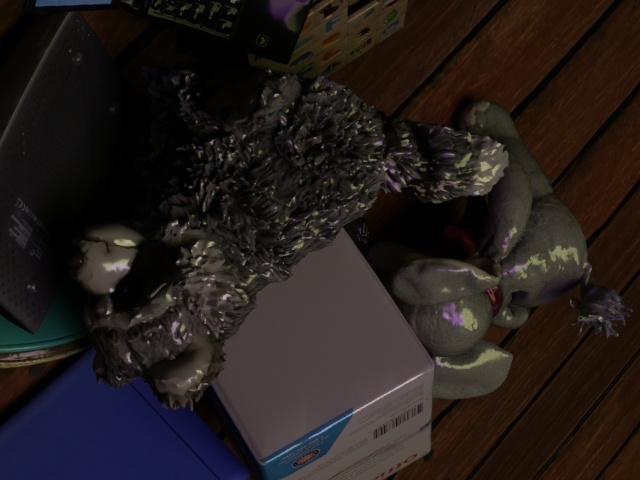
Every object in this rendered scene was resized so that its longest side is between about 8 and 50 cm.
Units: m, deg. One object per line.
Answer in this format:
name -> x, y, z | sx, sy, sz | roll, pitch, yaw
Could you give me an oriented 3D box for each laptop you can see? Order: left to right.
laptop -> -0.094, -0.278, 1.157 | 0.264, 0.136, 0.234 | 16, 110, -20

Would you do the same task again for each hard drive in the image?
hard drive -> -0.253, -0.064, 1.197 | 0.172, 0.054, 0.255 | 60, 46, -59
hard drive -> -0.255, 0.268, 1.351 | 0.318, 0.210, 0.040 | -42, 176, -22

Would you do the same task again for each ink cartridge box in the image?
ink cartridge box -> -0.012, 0.153, 1.435 | 0.198, 0.197, 0.270 | -28, 155, -11

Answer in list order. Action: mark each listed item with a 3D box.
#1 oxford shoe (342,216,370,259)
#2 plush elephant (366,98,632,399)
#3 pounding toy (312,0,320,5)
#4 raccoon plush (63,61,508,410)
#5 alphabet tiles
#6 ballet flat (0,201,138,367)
oxford shoe -> 0.000, 0.000, 1.557 | 0.227, 0.096, 0.083 | 49, 56, -67
plush elephant -> 0.178, 0.041, 1.639 | 0.255, 0.330, 0.272 | -18, 133, -18
pounding toy -> -0.004, -0.306, 1.326 | 0.130, 0.141, 0.100 | -36, 133, -28
raccoon plush -> -0.015, 0.013, 1.246 | 0.446, 0.216, 0.299 | 8, 85, -19
alphabet tiles -> -0.006, -0.198, 1.391 | 0.237, 0.009, 0.198 | -33, 168, -8
ballet flat -> -0.220, 0.045, 1.331 | 0.348, 0.123, 0.123 | -29, 130, -30
